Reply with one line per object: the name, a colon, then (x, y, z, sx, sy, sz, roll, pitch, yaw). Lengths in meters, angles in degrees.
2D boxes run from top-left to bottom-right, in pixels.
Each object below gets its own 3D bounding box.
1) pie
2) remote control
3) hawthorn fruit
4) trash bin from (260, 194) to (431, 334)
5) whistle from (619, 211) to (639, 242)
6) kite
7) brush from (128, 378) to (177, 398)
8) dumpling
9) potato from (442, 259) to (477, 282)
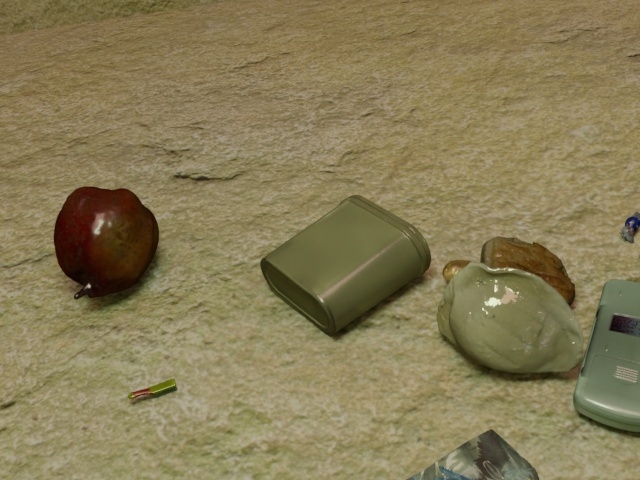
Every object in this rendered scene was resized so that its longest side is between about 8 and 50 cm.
pie: (0.379, 0.065, 1.330, 0.195, 0.046, 0.195, 9, 38, -7)
remote control: (0.507, 0.181, 1.178, 0.140, 0.056, 0.296, 11, 44, 25)
hawthorn fruit: (-0.442, 0.017, 1.464, 0.208, 0.208, 0.248, 1, 59, 12)
trash bin: (0.046, 0.044, 1.399, 0.247, 0.121, 0.243, -35, 45, -24)
whistle: (0.624, -0.028, 1.451, 0.033, 0.029, 0.083, 41, 57, 0)
kite: (0.175, 0.384, 1.030, 0.310, 0.015, 0.169, -21, 41, -16)
brush: (-0.291, 0.263, 1.258, 0.083, 0.021, 0.018, -15, 40, -17)
dumpling: (0.309, 0.124, 1.193, 0.252, 0.179, 0.131, 20, 27, 31)
potato: (0.274, 0.065, 1.370, 0.083, 0.062, 0.068, 27, 11, -7)
